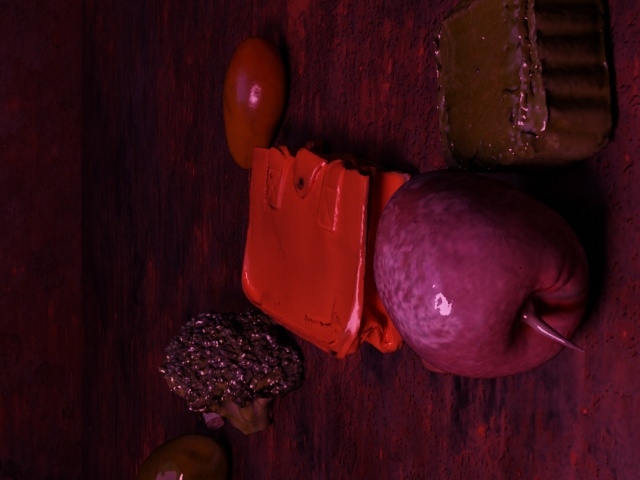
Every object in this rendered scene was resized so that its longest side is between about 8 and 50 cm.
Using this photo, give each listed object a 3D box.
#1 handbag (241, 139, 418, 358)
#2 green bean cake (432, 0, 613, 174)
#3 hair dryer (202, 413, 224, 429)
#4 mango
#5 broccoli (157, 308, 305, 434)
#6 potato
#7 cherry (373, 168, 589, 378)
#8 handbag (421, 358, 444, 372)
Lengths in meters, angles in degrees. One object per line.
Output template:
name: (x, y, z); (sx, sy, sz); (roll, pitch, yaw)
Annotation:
handbag: (0.000, 0.000, 1.523); (0.410, 0.116, 0.304); (22, 112, 61)
green bean cake: (0.218, -0.181, 1.068); (0.200, 0.113, 0.214); (-13, 81, 63)
hair dryer: (-0.231, 0.302, 2.109); (0.155, 0.044, 0.183); (62, 139, 39)
mango: (-0.124, -0.248, 1.754); (0.138, 0.113, 0.253); (-132, 44, -53)
broccoli: (-0.154, 0.256, 1.820); (0.288, 0.248, 0.245); (42, 166, 43)
potato: (-0.307, 0.545, 2.086); (0.216, 0.215, 0.304); (-118, 31, -41)
cherry: (0.173, 0.041, 1.029); (0.213, 0.236, 0.285); (-47, 52, 2)
handbag: (0.176, 0.075, 1.224); (0.151, 0.072, 0.193); (-29, 69, 61)
